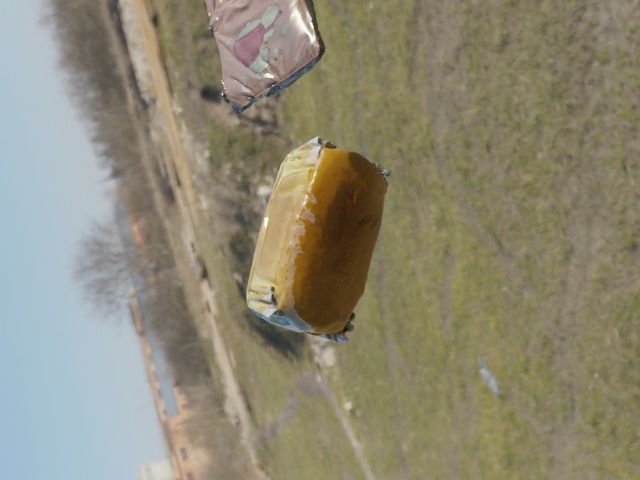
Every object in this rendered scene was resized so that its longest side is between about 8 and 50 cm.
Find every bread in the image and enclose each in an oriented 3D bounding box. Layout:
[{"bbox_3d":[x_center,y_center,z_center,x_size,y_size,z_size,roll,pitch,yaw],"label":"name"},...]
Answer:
[{"bbox_3d":[0.000,0.000,1.290,0.107,0.136,0.241,3,74,58],"label":"bread"}]

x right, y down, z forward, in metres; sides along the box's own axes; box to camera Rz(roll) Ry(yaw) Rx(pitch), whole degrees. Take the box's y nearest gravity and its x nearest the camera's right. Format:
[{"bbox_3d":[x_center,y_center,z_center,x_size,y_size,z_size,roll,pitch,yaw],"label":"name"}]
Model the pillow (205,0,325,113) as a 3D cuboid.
[{"bbox_3d":[-0.066,-0.258,1.085,0.049,0.135,0.248,27,-139,-48],"label":"pillow"}]
